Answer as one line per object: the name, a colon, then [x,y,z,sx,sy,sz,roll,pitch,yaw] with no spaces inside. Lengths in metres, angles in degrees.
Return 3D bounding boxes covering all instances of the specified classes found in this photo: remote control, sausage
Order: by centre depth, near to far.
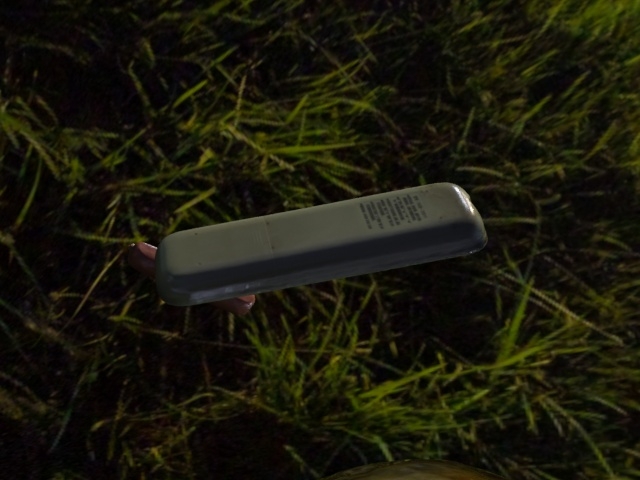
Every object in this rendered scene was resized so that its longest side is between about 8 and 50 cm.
remote control: [0.000,0.001,0.716,0.309,0.038,0.090,-11,41,-7]
sausage: [-0.138,0.041,0.825,0.147,0.030,0.035,24,44,-11]

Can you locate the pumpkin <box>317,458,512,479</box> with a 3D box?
pumpkin: [0.020,0.250,0.342,0.256,0.225,0.303,21,91,17]
